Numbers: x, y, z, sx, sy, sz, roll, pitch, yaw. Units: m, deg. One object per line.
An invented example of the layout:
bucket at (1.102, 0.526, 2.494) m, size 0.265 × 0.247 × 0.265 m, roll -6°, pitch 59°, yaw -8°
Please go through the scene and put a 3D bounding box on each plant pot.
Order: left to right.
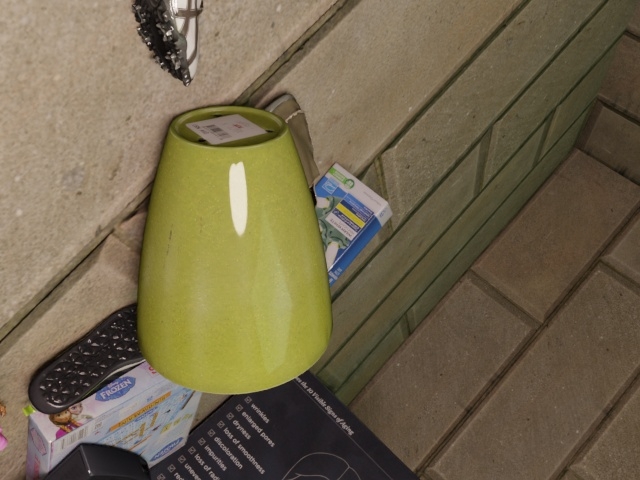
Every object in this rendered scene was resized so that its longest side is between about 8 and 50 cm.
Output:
plant pot at (-0.111, -0.008, 0.729) m, size 0.274 × 0.274 × 0.294 m, roll -30°, pitch 136°, yaw -40°

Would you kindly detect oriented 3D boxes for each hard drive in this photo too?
hard drive at (-0.384, 0.426, 0.941) m, size 0.172 × 0.054 × 0.255 m, roll -43°, pitch 156°, yaw -14°

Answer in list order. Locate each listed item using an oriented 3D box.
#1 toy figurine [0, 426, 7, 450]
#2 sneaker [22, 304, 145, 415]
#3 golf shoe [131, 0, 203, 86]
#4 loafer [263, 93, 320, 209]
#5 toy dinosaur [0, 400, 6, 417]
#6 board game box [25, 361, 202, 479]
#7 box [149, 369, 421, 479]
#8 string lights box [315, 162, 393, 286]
toy figurine at (-0.399, 0.206, 0.604) m, size 0.173 × 0.159 × 0.130 m, roll -33°, pitch 153°, yaw -37°
sneaker at (-0.324, 0.172, 0.836) m, size 0.234 × 0.084 × 0.097 m, roll -30°, pitch 174°, yaw -38°
golf shoe at (-0.129, -0.236, 0.533) m, size 0.094 × 0.077 × 0.198 m, roll -40°, pitch 157°, yaw -24°
loafer at (-0.037, -0.119, 0.871) m, size 0.094 × 0.087 × 0.251 m, roll -43°, pitch 157°, yaw -17°
toy dinosaur at (-0.495, 0.330, 0.647) m, size 0.321 × 0.164 × 0.219 m, roll -33°, pitch 138°, yaw -28°
board game box at (-0.357, 0.343, 1.021) m, size 0.318 × 0.066 × 0.318 m, roll -23°, pitch 145°, yaw -47°
box at (-0.096, 0.625, 1.416) m, size 0.471 × 0.480 × 0.297 m, roll -38°, pitch 157°, yaw -26°
string lights box at (0.000, 0.000, 1.069) m, size 0.260 × 0.133 × 0.077 m, roll -50°, pitch 160°, yaw -2°
